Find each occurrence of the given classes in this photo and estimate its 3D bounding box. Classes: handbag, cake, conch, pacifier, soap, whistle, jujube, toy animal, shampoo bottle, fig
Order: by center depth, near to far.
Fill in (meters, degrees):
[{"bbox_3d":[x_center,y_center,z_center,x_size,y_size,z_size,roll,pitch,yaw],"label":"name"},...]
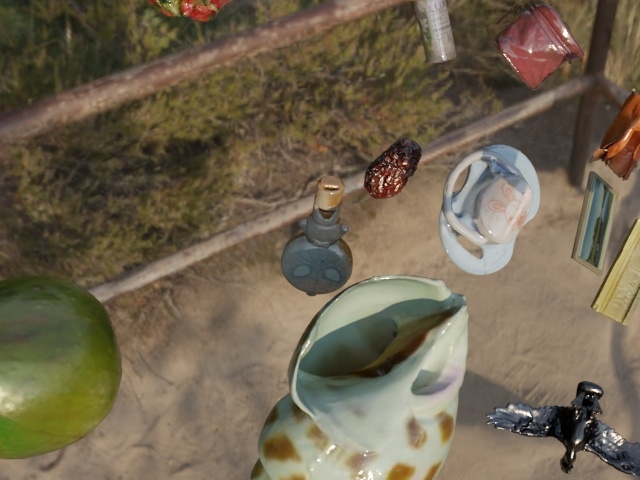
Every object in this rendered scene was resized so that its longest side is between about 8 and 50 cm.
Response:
[{"bbox_3d":[-0.297,0.120,0.750,0.181,0.191,0.181,-5,78,23],"label":"fig"},{"bbox_3d":[0.036,0.209,0.933,0.368,0.197,0.249,-46,100,-13],"label":"conch"},{"bbox_3d":[0.314,0.231,0.937,0.220,0.108,0.062,14,20,14],"label":"toy animal"},{"bbox_3d":[0.000,0.000,1.109,0.107,0.220,0.057,8,42,-1],"label":"whistle"},{"bbox_3d":[0.564,-0.202,1.298,0.098,0.135,0.287,34,43,28],"label":"cake"},{"bbox_3d":[0.423,-0.399,1.518,0.135,0.146,0.225,-38,16,20],"label":"handbag"},{"bbox_3d":[0.233,-0.482,1.612,0.072,0.214,0.072,-14,19,5],"label":"shampoo bottle"},{"bbox_3d":[0.329,-0.071,1.645,0.287,0.238,0.226,-62,20,-13],"label":"pacifier"},{"bbox_3d":[0.174,-0.167,1.806,0.166,0.104,0.104,-41,45,25],"label":"jujube"},{"bbox_3d":[0.739,0.075,1.826,0.092,0.037,0.252,29,84,9],"label":"soap"}]

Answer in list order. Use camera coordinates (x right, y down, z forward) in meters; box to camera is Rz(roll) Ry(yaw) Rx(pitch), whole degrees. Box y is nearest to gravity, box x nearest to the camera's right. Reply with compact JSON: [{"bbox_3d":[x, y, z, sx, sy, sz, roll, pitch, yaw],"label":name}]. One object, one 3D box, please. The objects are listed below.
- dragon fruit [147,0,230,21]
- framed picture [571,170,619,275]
[{"bbox_3d":[-0.207,-0.471,1.227,0.193,0.192,0.274,4,69,-5],"label":"dragon fruit"},{"bbox_3d":[0.453,-0.026,1.263,0.011,0.109,0.149,7,79,43],"label":"framed picture"}]
